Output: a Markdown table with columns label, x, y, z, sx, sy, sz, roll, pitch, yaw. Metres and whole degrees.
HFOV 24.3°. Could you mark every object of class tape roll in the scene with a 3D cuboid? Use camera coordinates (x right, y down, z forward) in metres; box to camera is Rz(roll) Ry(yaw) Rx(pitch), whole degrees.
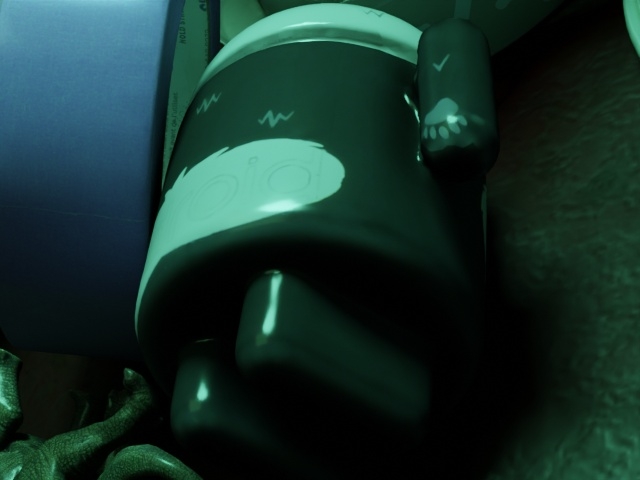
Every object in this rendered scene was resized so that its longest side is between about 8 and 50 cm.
| label | x | y | z | sx | sy | sz | roll | pitch | yaw |
| --- | --- | --- | --- | --- | --- | --- | --- | --- | --- |
| tape roll | -0.120 | -0.068 | 0.880 | 0.090 | 0.275 | 0.275 | 6 | 43 | 1 |

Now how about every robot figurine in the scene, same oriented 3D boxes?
| label | x | y | z | sx | sy | sz | roll | pitch | yaw |
| --- | --- | --- | --- | --- | --- | --- | --- | --- | --- |
| robot figurine | 0.003 | 0.000 | 0.765 | 0.209 | 0.173 | 0.278 | -10 | 40 | 14 |

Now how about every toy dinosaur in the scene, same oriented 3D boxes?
| label | x | y | z | sx | sy | sz | roll | pitch | yaw |
| --- | --- | --- | --- | --- | --- | --- | --- | --- | --- |
| toy dinosaur | -0.155 | 0.150 | 0.828 | 0.313 | 0.121 | 0.160 | 5 | 68 | 40 |

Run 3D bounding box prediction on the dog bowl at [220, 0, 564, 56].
| label | x | y | z | sx | sy | sz | roll | pitch | yaw |
| --- | --- | --- | --- | --- | --- | --- | --- | --- | --- |
| dog bowl | 0.068 | -0.234 | 1.044 | 0.349 | 0.102 | 0.349 | -27 | 33 | 20 |

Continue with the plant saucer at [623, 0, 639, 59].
| label | x | y | z | sx | sy | sz | roll | pitch | yaw |
| --- | --- | --- | --- | --- | --- | --- | --- | --- | --- |
| plant saucer | 0.323 | -0.227 | 0.767 | 0.400 | 0.100 | 0.400 | -28 | 34 | 21 |
